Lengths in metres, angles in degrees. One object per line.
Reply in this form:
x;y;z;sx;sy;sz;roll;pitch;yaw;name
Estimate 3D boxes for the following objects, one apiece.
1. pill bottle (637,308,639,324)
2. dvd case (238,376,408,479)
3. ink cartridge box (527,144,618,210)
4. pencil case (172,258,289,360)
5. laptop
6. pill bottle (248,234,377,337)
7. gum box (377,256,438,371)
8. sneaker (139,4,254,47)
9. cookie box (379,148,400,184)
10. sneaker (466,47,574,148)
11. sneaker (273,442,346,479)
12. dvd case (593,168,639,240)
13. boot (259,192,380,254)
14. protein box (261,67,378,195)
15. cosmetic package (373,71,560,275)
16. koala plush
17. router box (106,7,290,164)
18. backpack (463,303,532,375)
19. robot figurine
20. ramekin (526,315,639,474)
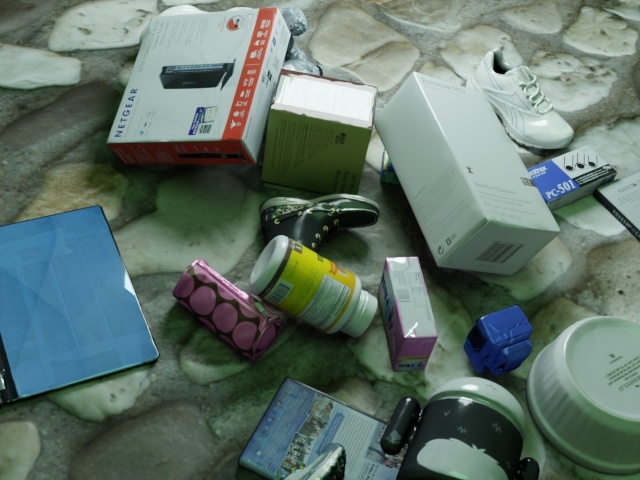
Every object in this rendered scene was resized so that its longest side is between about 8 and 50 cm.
0.653;0.127;1.614;0.136;0.245;0.136;5;49;-5;pill bottle
0.017;0.343;1.473;0.253;0.022;0.180;23;49;11;dvd case
0.531;-0.133;1.950;0.207;0.046;0.097;-22;56;-25;ink cartridge box
-0.163;0.115;1.588;0.209;0.098;0.095;33;50;19;pencil case
-0.527;0.050;1.504;0.236;0.408;0.382;-35;56;7;laptop
-0.010;0.088;1.595;0.215;0.117;0.117;30;47;-15;pill bottle
0.152;0.127;1.623;0.062;0.107;0.188;-1;50;-10;gum box
-0.255;-0.458;2.055;0.305;0.114;0.152;-10;51;-17;sneaker
0.184;-0.159;1.919;0.107;0.040;0.091;9;48;-1;cookie box
0.454;-0.317;2.042;0.111;0.129;0.297;-30;62;-32;sneaker
-0.072;0.397;1.345;0.122;0.110;0.283;28;57;28;sneaker
0.728;-0.055;1.927;0.179;0.029;0.238;-22;56;-25;dvd case
-0.001;0.001;1.724;0.237;0.085;0.178;0;52;-1;boot
-0.003;-0.215;1.830;0.201;0.199;0.136;11;48;0;protein box
0.279;-0.131;1.778;0.217;0.156;0.385;6;50;-37;cosmetic package
-0.078;-0.353;1.959;0.203;0.196;0.221;-27;58;-15;koala plush
-0.243;-0.311;1.835;0.301;0.082;0.335;1;61;20;router box
0.309;0.187;1.591;0.098;0.120;0.101;-10;62;-20;backpack
0.219;0.346;1.409;0.174;0.209;0.278;-12;36;39;robot figurine
0.503;0.252;1.561;0.273;0.127;0.272;5;49;-5;ramekin
